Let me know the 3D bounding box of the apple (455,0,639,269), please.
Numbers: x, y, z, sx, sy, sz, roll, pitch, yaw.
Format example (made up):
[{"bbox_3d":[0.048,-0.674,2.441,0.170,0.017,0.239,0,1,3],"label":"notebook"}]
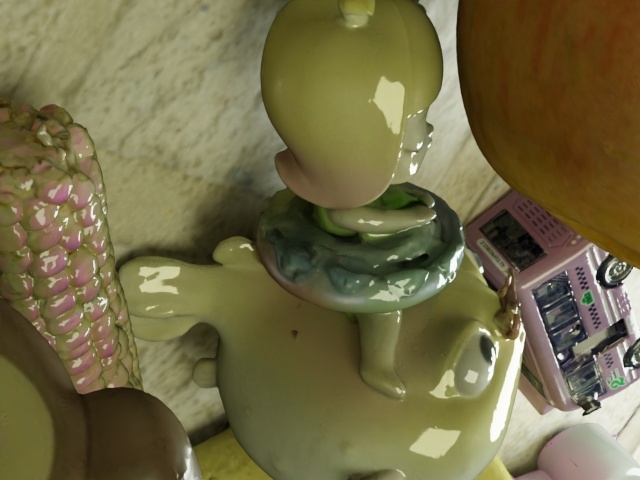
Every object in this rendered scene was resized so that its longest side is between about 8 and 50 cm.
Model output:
[{"bbox_3d":[0.256,-0.131,1.130,0.364,0.364,0.364,-23,137,-24],"label":"apple"}]

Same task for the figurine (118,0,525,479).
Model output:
[{"bbox_3d":[0.000,0.000,1.198,0.275,0.226,0.394,-2,125,-4],"label":"figurine"}]

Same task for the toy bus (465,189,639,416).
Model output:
[{"bbox_3d":[0.186,0.048,1.440,0.108,0.096,0.199,-33,138,-7],"label":"toy bus"}]

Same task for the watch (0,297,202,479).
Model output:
[{"bbox_3d":[-0.255,0.163,1.023,0.314,0.335,0.327,-27,154,-21],"label":"watch"}]

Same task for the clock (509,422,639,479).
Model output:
[{"bbox_3d":[0.180,0.298,1.667,0.248,0.090,0.227,-27,138,-18],"label":"clock"}]

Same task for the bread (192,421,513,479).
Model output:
[{"bbox_3d":[-0.010,0.220,1.444,0.263,0.198,0.236,-24,171,-20],"label":"bread"}]

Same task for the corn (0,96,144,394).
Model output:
[{"bbox_3d":[-0.170,0.057,1.128,0.127,0.126,0.335,-23,133,-24],"label":"corn"}]
